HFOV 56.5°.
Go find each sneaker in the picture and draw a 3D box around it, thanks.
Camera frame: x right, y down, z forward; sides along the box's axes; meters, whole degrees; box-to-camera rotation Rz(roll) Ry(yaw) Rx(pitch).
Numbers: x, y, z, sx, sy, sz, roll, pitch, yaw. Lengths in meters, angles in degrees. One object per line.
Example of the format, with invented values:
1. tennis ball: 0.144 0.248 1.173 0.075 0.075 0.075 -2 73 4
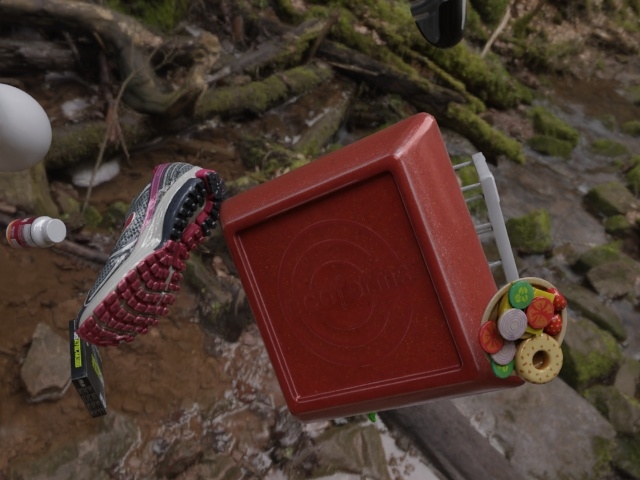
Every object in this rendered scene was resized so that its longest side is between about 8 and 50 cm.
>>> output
1. sneaker: -0.254 0.018 0.870 0.112 0.121 0.299 19 65 26
2. sneaker: 0.168 -0.366 0.746 0.132 0.229 0.086 -27 17 -33

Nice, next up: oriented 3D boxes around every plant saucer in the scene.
1. plant saucer: 0.027 0.047 0.568 0.047 0.258 0.259 -20 90 -60

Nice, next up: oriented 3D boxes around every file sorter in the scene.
1. file sorter: 0.231 0.023 1.004 0.173 0.278 0.193 -15 15 14

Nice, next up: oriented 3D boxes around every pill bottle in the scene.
1. pill bottle: -0.778 -0.021 1.635 0.152 0.086 0.086 -4 33 25

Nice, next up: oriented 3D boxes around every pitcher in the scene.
1. pitcher: -0.482 -0.190 0.850 0.125 0.207 0.178 -33 88 -6

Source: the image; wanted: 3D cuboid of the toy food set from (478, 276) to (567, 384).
1. toy food set: 0.161 0.070 0.468 0.082 0.083 0.020 16 4 -20

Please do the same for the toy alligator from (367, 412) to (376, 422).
1. toy alligator: 0.101 0.344 1.432 0.190 0.051 0.056 62 17 4

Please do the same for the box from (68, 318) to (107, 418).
1. box: -0.589 0.322 1.508 0.045 0.191 0.184 -15 47 -14
